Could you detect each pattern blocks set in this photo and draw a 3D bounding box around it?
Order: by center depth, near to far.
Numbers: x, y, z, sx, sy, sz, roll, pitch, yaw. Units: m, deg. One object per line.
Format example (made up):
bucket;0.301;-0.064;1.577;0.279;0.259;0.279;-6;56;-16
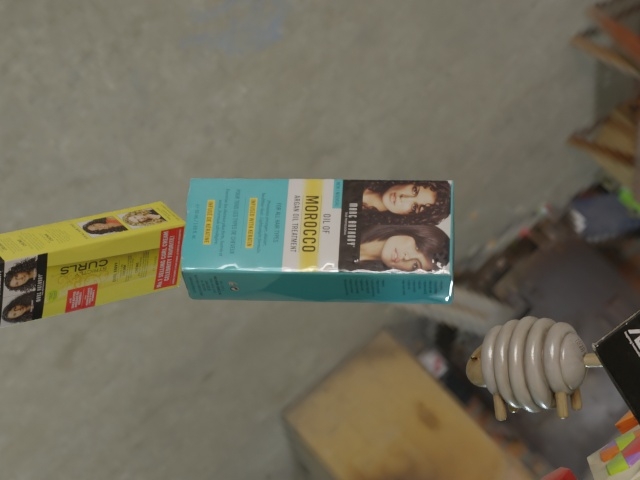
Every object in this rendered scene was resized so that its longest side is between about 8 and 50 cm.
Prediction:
pattern blocks set;0.333;0.185;1.463;0.325;0.026;0.285;-35;-175;-7

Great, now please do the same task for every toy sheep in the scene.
toy sheep;0.186;0.108;1.330;0.132;0.091;0.091;-6;174;27

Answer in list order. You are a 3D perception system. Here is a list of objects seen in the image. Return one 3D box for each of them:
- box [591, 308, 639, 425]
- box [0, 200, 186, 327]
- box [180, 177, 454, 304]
box;0.206;0.118;0.626;0.045;0.191;0.184;-41;149;22
box;-0.254;0.025;1.619;0.232;0.058;0.087;-12;126;-38
box;0.000;0.000;1.409;0.244;0.101;0.060;0;152;6
